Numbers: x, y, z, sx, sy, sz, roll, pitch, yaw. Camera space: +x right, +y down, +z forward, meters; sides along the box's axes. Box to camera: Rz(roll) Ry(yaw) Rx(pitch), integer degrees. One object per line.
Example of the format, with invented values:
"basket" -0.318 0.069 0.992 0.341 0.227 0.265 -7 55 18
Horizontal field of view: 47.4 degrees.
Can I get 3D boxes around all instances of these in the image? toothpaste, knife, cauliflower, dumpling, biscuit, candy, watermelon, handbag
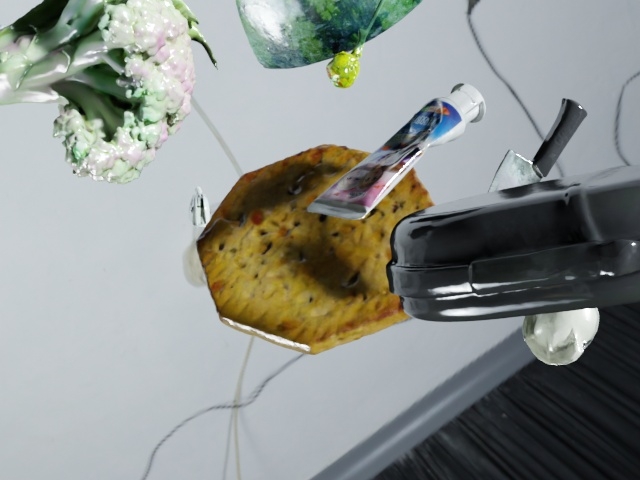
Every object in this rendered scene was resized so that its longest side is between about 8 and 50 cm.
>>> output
"toothpaste" 0.102 -0.107 0.893 0.266 0.096 0.061 -40 120 -27
"knife" 0.224 -0.065 0.835 0.060 0.028 0.230 30 91 -16
"cauliflower" -0.263 -0.185 0.760 0.315 0.256 0.239 -9 110 -12
"dumpling" 0.490 0.163 1.498 0.092 0.150 0.176 3 89 -63
"biscuit" 0.001 0.000 1.016 0.359 0.359 0.046 -31 143 -10
"candy" 0.045 -0.224 0.802 0.035 0.035 0.123 24 101 -34
"watermelon" -0.040 -0.417 1.071 0.250 0.292 0.283 -35 120 -2
"knife" -0.236 -0.065 1.421 0.040 0.265 0.073 2 96 -10
"handbag" 0.201 -0.004 0.610 0.254 0.308 0.093 -16 94 -61

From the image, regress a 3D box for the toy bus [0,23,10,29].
"toy bus" -0.524 -0.273 1.107 0.092 0.268 0.106 -2 95 -55
